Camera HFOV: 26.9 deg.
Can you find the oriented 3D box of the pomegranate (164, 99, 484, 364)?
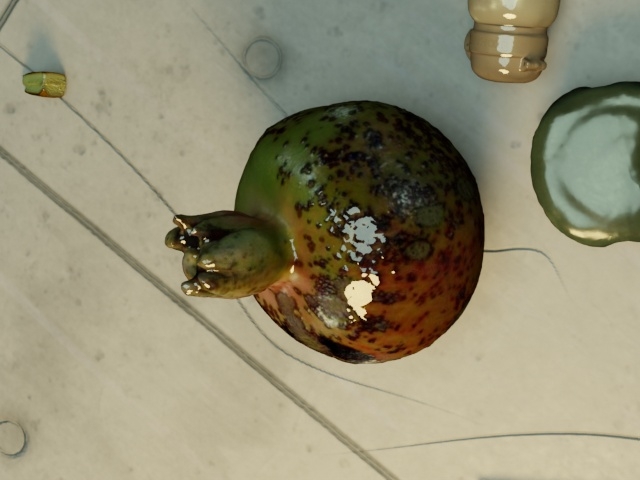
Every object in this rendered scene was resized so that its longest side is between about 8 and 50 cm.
[{"bbox_3d":[0.000,0.000,1.364,0.285,0.341,0.285,22,119,48],"label":"pomegranate"}]

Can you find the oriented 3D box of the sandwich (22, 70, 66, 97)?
[{"bbox_3d":[-0.325,-0.186,1.600,0.044,0.083,0.031,3,96,-27],"label":"sandwich"}]

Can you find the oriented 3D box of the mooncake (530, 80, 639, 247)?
[{"bbox_3d":[0.301,-0.080,1.381,0.168,0.104,0.175,33,105,14],"label":"mooncake"}]

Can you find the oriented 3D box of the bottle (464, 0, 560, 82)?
[{"bbox_3d":[0.197,-0.269,1.390,0.110,0.097,0.209,21,109,53],"label":"bottle"}]
